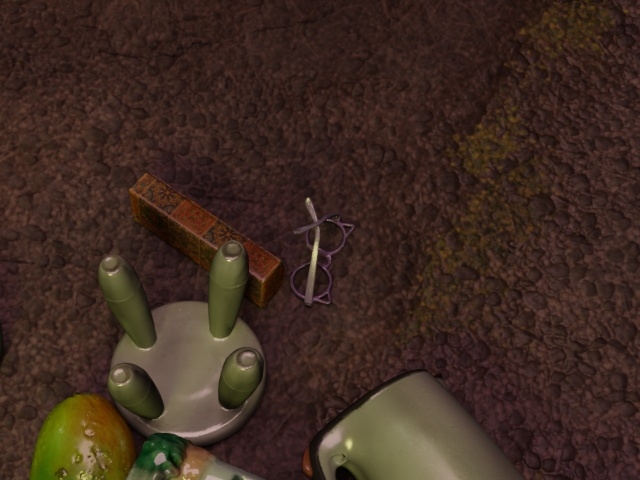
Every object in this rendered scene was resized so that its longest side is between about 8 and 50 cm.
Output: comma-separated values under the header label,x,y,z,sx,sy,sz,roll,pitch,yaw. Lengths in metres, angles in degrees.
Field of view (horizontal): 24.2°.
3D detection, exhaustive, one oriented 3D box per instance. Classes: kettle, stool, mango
label,x,y,z,sx,sy,sz,roll,pitch,yaw
kettle,0.116,0.288,1.706,0.240,0.165,0.255,-24,64,-30
stool,-0.160,0.127,1.777,0.195,0.199,0.195,-6,64,-6
mango,-0.277,0.292,1.716,0.111,0.125,0.233,16,79,-39

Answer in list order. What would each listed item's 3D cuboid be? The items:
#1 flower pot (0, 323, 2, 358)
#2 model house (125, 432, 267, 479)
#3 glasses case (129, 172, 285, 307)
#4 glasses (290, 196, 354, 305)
label,x,y,z,sx,sy,sz,roll,pitch,yaw
flower pot,-0.470,0.137,1.800,0.107,0.157,0.157,16,62,22
model house,-0.088,0.396,1.645,0.325,0.194,0.267,23,64,7
glasses case,-0.145,-0.004,1.914,0.218,0.075,0.049,34,64,16
glasses,0.000,0.000,1.899,0.062,0.104,0.140,15,59,8
